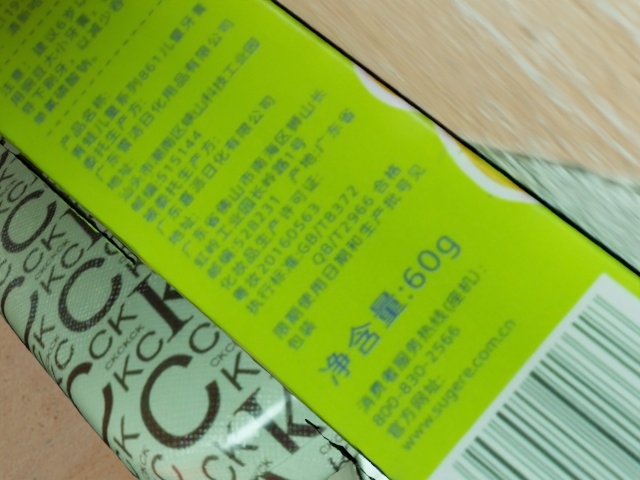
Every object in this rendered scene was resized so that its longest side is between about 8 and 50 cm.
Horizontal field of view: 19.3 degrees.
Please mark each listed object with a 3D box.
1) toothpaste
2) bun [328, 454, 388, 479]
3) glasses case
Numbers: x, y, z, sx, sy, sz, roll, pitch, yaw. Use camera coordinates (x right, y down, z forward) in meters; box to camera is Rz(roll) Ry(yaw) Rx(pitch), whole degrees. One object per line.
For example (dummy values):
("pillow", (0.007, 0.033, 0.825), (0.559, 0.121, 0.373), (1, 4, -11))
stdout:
("toothpaste", (0.000, 0.000, 0.518), (0.327, 0.077, 0.110), (40, 178, 30))
("bun", (0.033, 0.083, 0.837), (0.173, 0.120, 0.173), (47, 147, 44))
("glasses case", (-0.066, 0.002, 0.773), (0.085, 0.137, 0.355), (51, 172, -31))
